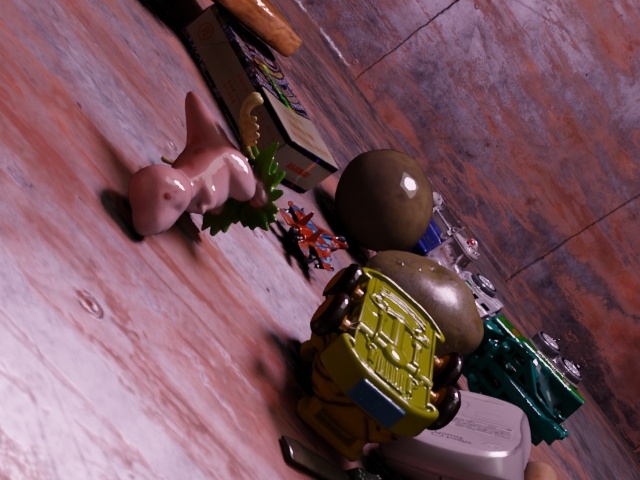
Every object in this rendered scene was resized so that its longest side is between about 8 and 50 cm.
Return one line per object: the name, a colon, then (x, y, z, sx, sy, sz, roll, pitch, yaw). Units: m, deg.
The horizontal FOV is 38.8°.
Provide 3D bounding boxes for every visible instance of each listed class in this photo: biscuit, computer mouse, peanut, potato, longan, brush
biscuit: (-0.201, -0.471, 1.617, 0.350, 0.078, 0.455, 47, 10, 30)
computer mouse: (0.178, 0.280, 1.187, 0.184, 0.121, 0.297, 14, 9, 13)
peanut: (0.393, 0.451, 1.642, 0.076, 0.076, 0.152, 55, 18, -2)
potato: (0.172, 0.111, 1.554, 0.235, 0.160, 0.178, 42, -11, 4)
longan: (0.120, -0.077, 1.722, 0.196, 0.197, 0.220, 51, 19, -16)
brush: (0.023, 0.251, 0.985, 0.190, 0.028, 0.034, 41, 18, -42)

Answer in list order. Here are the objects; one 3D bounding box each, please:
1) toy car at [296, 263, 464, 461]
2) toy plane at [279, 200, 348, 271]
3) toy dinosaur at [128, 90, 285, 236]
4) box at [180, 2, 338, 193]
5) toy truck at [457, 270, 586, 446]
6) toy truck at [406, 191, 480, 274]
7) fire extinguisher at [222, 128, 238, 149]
toy car: (0.056, 0.150, 1.087, 0.200, 0.142, 0.248, 43, 23, -5)
toy plane: (-0.003, 0.002, 1.408, 0.130, 0.061, 0.189, 60, 10, 21)
toy dinosaur: (-0.148, -0.076, 1.017, 0.177, 0.152, 0.194, 35, 65, -53)
box: (-0.104, -0.242, 1.582, 0.310, 0.084, 0.198, 61, 16, 22)
toy truck: (0.336, 0.221, 1.693, 0.363, 0.176, 0.178, 49, 19, 20)
toy truck: (0.235, 0.026, 1.891, 0.213, 0.177, 0.161, 60, 14, 20)
fire extinguisher: (-0.130, -0.128, 1.363, 0.083, 0.022, 0.028, 54, -16, -6)
